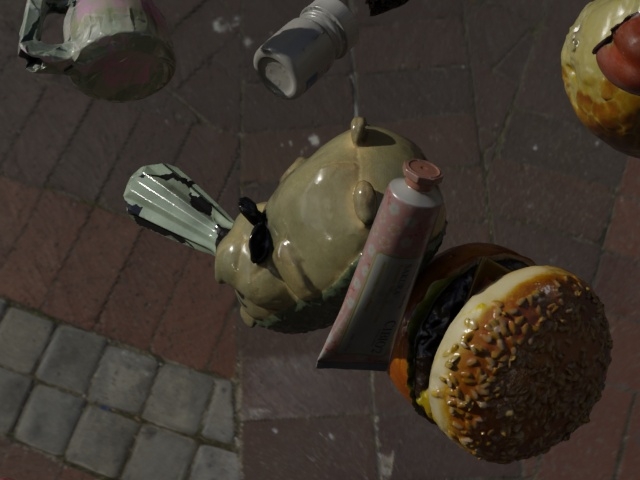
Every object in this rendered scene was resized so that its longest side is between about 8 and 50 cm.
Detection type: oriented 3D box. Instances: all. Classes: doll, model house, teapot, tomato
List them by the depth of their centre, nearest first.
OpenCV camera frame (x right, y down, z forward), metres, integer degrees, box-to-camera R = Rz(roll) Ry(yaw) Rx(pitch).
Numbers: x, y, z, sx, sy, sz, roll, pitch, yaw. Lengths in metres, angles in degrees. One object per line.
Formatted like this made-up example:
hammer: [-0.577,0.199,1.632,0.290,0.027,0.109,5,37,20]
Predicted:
tomato: [0.478,-0.256,1.077,0.199,0.228,0.112,-21,86,5]
doll: [0.000,0.000,1.088,0.247,0.349,0.247,17,53,-24]
teapot: [-0.347,-0.317,1.288,0.222,0.163,0.178,-15,63,-3]
model house: [0.156,-0.606,1.871,0.106,0.152,0.165,19,84,16]

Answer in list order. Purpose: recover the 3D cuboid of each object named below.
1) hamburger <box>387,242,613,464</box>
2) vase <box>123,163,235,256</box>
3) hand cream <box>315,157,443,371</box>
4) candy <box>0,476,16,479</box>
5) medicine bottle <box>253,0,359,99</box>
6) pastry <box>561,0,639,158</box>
hamburger: [0.233,0.148,1.072,0.291,0.291,0.225,-42,33,-9]
vase: [-0.289,-0.050,1.835,0.360,0.165,0.165,31,75,37]
hand cream: [0.051,0.030,0.669,0.067,0.209,0.043,4,35,-18]
candy: [-0.264,0.243,0.660,0.103,0.043,0.103,1,63,-2]
medicine bottle: [-0.023,-0.317,1.361,0.105,0.105,0.168,33,61,18]
pastry: [0.654,-0.310,1.565,0.389,0.388,0.312,5,91,9]
